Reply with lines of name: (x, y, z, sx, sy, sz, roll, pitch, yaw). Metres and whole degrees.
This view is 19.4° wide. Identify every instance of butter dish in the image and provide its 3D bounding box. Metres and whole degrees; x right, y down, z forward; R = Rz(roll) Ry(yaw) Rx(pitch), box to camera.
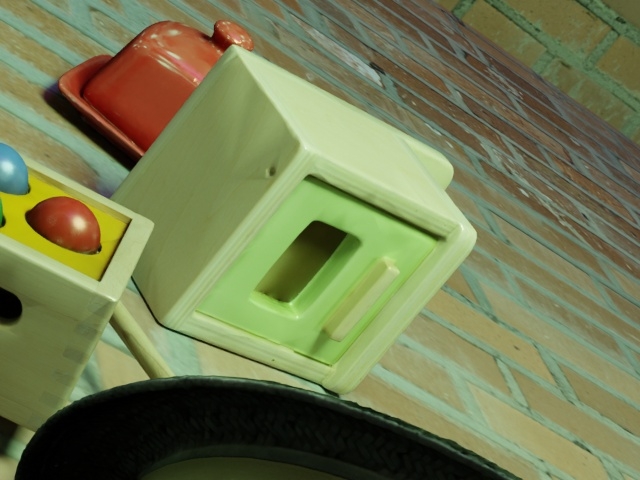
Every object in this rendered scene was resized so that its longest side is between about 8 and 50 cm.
butter dish: (-0.095, -0.114, 1.411, 0.160, 0.118, 0.160, 39, 15, -2)

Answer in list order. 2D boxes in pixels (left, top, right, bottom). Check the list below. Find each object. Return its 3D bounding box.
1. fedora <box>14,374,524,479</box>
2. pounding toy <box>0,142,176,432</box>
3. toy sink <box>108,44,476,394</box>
fedora: (-0.002, 0.202, 0.628, 0.334, 0.334, 0.152, 40, 50, 2)
pounding toy: (-0.136, 0.010, 0.981, 0.181, 0.094, 0.206, 27, 18, -5)
toy sink: (0.000, 0.000, 1.260, 0.234, 0.153, 0.131, 25, 22, -43)
